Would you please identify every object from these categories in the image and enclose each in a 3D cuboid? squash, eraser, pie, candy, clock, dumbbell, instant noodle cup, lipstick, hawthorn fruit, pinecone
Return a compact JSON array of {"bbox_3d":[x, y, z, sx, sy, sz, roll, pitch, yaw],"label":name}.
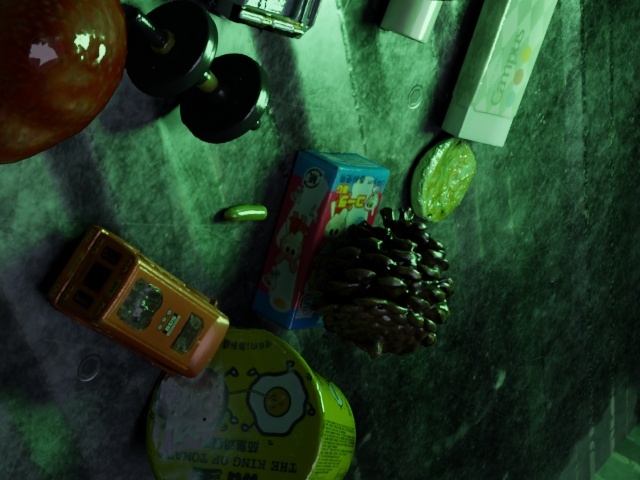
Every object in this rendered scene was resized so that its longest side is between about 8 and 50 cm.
[{"bbox_3d":[-0.126,-0.045,1.994,0.083,0.027,0.028,-4,115,-50],"label":"squash"},{"bbox_3d":[0.359,-0.383,2.334,0.213,0.082,0.397,3,110,-51],"label":"eraser"},{"bbox_3d":[0.241,-0.121,2.391,0.187,0.041,0.187,-30,133,-38],"label":"pie"},{"bbox_3d":[0.001,0.000,2.121,0.157,0.100,0.306,0,113,-52],"label":"candy"},{"bbox_3d":[-0.063,-0.431,1.777,0.186,0.083,0.253,4,108,-53],"label":"clock"},{"bbox_3d":[-0.173,-0.235,1.713,0.143,0.143,0.325,-58,144,-6],"label":"dumbbell"},{"bbox_3d":[-0.095,0.323,2.047,0.326,0.325,0.254,-62,153,-1],"label":"instant noodle cup"},{"bbox_3d":[0.199,-0.502,2.054,0.087,0.087,0.327,10,103,-53],"label":"lipstick"},{"bbox_3d":[-0.350,-0.231,1.420,0.330,0.287,0.287,-8,119,-66],"label":"hawthorn fruit"},{"bbox_3d":[0.118,0.079,2.043,0.257,0.243,0.243,-47,142,-28],"label":"pinecone"}]

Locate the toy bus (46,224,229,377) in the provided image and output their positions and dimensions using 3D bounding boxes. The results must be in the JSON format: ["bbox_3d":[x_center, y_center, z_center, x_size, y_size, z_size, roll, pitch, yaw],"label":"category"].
[{"bbox_3d":[-0.252,0.111,1.830,0.143,0.153,0.329,-59,144,-9],"label":"toy bus"}]
